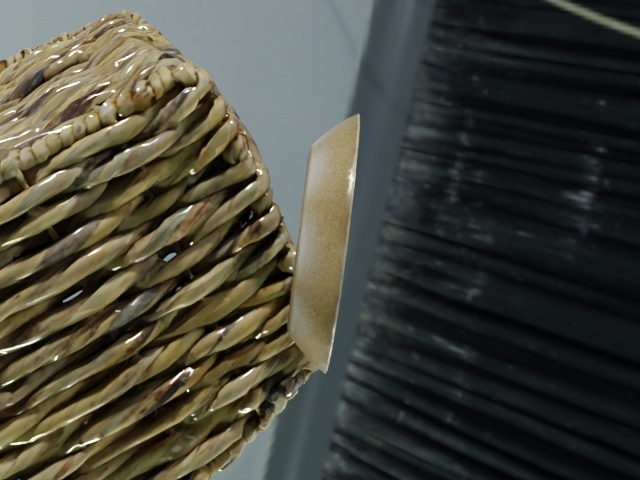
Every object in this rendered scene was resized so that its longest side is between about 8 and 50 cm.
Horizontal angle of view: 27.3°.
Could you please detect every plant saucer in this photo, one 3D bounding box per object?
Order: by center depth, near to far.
[{"bbox_3d":[0.000,0.000,0.420,0.015,0.083,0.083,8,99,-1],"label":"plant saucer"}]

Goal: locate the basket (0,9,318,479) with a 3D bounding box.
[{"bbox_3d":[-0.164,0.037,0.708,0.299,0.223,0.213,-29,113,-8],"label":"basket"}]
